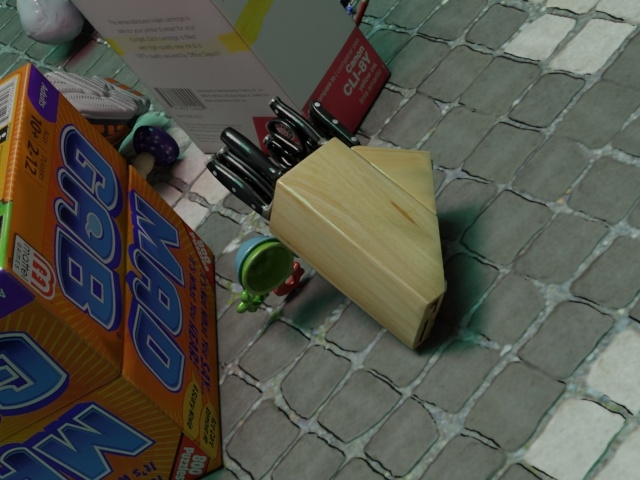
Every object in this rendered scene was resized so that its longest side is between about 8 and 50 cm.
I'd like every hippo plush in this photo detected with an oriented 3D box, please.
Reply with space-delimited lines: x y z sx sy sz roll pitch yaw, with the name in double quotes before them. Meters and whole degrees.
"hippo plush" -0.427 -0.466 2.274 0.236 0.234 0.294 -25 39 20

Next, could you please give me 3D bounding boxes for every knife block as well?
"knife block" -0.002 -0.026 1.416 0.242 0.088 0.276 2 52 -7

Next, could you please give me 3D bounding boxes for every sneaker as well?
"sneaker" -0.328 -0.127 1.841 0.180 0.124 0.321 -63 -7 9

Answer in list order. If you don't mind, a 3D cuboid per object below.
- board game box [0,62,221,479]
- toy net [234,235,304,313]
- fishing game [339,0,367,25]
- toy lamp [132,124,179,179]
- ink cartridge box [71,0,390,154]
"board game box" -0.360 0.100 1.516 0.356 0.356 0.357 -28 38 17
"toy net" 0.000 0.000 1.526 0.232 0.122 0.045 -32 47 -21
"fishing game" -0.044 -0.359 1.946 0.264 0.041 0.189 1 51 29
"toy lamp" -0.282 -0.031 1.824 0.080 0.080 0.275 -3 48 40
"ink cartridge box" -0.136 -0.288 1.693 0.279 0.385 0.160 8 58 46
